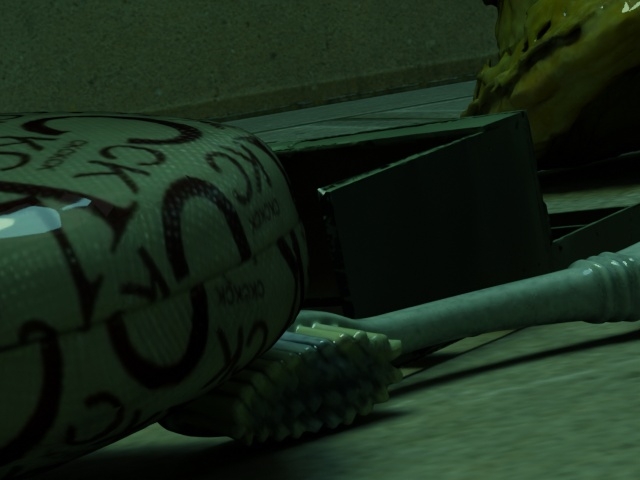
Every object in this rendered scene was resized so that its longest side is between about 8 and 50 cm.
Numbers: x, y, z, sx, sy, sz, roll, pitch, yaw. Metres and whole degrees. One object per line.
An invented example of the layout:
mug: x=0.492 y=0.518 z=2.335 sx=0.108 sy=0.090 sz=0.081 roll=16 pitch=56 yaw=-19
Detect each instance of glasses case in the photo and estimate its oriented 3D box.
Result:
glasses case: x=-0.174 y=0.028 z=0.462 sx=0.355 sy=0.085 sz=0.137 roll=-9 pitch=11 yaw=22

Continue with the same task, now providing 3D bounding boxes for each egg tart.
egg tart: x=0.164 y=-0.118 z=0.998 sx=0.241 sy=0.106 sz=0.241 roll=-28 pitch=-12 yaw=-7

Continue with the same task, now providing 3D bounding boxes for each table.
table: x=0.000 y=0.000 z=0.617 sx=0.146 sy=0.062 sz=0.175 roll=-5 pitch=10 yaw=37

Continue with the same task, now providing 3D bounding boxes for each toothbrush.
toothbrush: x=0.115 y=0.003 z=0.561 sx=0.375 sy=0.028 sz=0.037 roll=-14 pitch=13 yaw=-35
